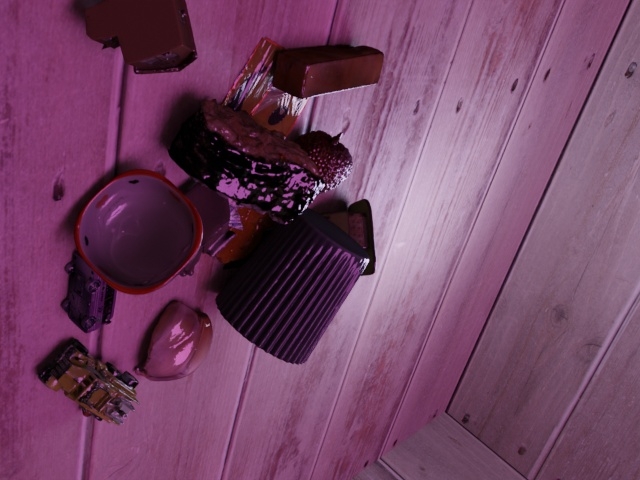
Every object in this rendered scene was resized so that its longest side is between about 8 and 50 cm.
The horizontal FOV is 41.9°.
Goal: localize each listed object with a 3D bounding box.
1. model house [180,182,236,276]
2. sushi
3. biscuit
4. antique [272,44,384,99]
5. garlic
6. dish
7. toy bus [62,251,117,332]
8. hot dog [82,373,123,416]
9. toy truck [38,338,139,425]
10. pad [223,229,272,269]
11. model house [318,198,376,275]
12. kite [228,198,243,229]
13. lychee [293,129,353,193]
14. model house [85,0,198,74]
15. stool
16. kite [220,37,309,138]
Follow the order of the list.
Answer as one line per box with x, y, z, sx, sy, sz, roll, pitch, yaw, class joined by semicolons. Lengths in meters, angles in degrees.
-0.280;-0.021;1.920;0.229;0.122;0.188;-47;163;-24;model house
-0.153;-0.169;1.807;0.350;0.211;0.170;26;102;-33;sushi
-0.184;-0.048;2.122;0.184;0.035;0.248;14;110;-56;biscuit
0.026;-0.402;1.956;0.310;0.093;0.087;-23;134;-48;antique
-0.365;0.283;2.162;0.228;0.110;0.217;-54;155;2;garlic
-0.367;-0.010;1.724;0.256;0.256;0.117;-48;177;-8;dish
-0.489;0.107;1.803;0.098;0.087;0.178;-24;139;-47;toy bus
-0.531;0.395;2.096;0.140;0.060;0.090;-52;160;-17;hot dog
-0.519;0.344;1.937;0.128;0.135;0.259;-46;133;-8;toy truck
-0.177;0.023;2.245;0.193;0.004;0.116;-5;126;-52;pad
0.000;0.000;2.371;0.279;0.218;0.205;-3;175;-16;model house
-0.204;-0.085;2.028;0.153;0.005;0.137;-21;119;-12;kite
0.002;-0.204;2.083;0.165;0.165;0.197;-7;137;-52;lychee
-0.302;-0.386;1.500;0.176;0.180;0.248;-13;-178;8;model house
-0.063;0.106;2.181;0.330;0.297;0.297;-54;151;11;stool
-0.113;-0.317;1.951;0.327;0.013;0.377;-36;146;-29;kite
